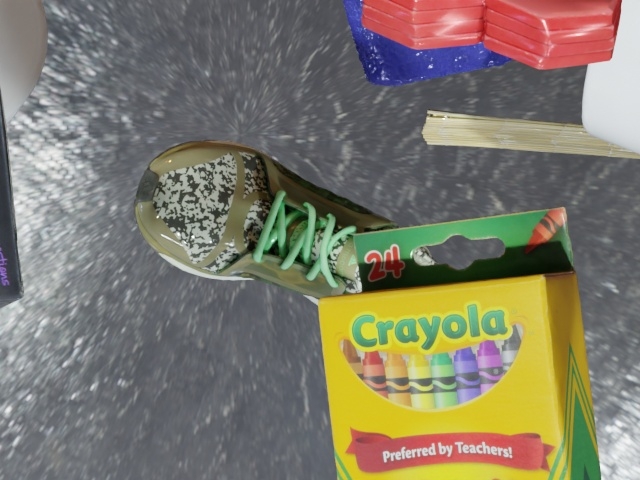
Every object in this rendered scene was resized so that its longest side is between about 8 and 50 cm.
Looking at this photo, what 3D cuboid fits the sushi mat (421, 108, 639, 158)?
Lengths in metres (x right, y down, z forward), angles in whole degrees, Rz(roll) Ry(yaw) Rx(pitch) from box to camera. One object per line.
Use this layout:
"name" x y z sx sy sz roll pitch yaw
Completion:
"sushi mat" 0.276 -0.120 1.600 0.317 0.151 0.019 5 85 4

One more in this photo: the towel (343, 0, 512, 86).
"towel" 0.135 -0.369 1.842 0.228 0.076 0.308 -9 116 15

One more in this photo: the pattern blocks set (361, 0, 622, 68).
"pattern blocks set" -0.014 -0.157 0.542 0.325 0.285 0.026 14 126 20

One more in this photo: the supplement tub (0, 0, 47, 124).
"supplement tub" -0.411 -0.191 1.347 0.228 0.316 0.228 -2 93 -31

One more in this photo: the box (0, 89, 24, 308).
"box" -0.332 -0.012 0.804 0.270 0.165 0.143 -3 82 -31

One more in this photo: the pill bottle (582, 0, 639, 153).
"pill bottle" 0.264 -0.059 0.564 0.283 0.160 0.160 22 93 18

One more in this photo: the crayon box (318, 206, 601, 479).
"crayon box" 0.111 0.141 1.105 0.202 0.081 0.318 -8 87 30

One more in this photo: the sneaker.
"sneaker" 0.000 0.000 1.478 0.410 0.182 0.158 20 84 -30
